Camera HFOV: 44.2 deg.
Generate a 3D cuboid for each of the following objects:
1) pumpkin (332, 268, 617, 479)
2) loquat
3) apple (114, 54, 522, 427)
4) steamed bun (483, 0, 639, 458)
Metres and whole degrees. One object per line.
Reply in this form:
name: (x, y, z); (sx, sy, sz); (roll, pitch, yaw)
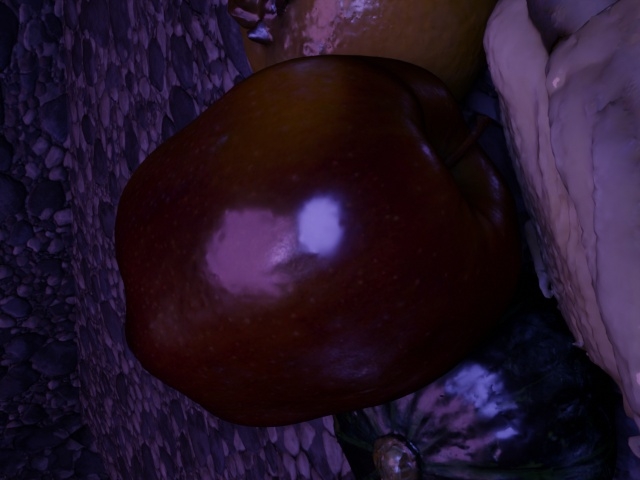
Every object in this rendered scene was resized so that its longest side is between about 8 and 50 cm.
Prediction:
pumpkin: (0.136, 0.171, 0.791); (0.315, 0.238, 0.315); (14, 110, 43)
loquat: (0.039, -0.232, 0.792); (0.275, 0.274, 0.275); (28, 124, 52)
apple: (0.000, 0.000, 0.630); (0.316, 0.288, 0.288); (-26, 75, 20)
steamed bun: (0.250, -0.040, 0.517); (0.372, 0.230, 0.325); (-92, -19, -55)
